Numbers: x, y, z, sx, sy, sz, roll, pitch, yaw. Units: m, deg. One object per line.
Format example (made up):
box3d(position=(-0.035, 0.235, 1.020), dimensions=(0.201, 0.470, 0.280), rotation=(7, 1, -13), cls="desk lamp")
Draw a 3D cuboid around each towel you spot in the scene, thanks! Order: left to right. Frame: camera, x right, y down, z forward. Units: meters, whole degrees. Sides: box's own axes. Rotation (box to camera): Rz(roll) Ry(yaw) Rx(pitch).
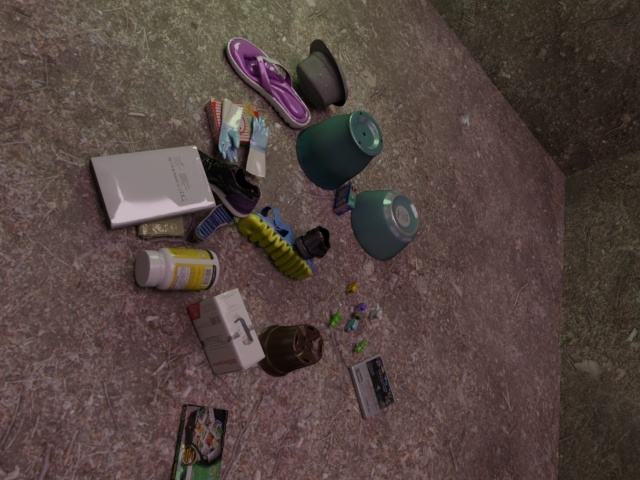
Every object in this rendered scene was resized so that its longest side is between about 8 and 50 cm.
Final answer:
box3d(position=(-0.469, -0.061, 1.520), dimensions=(0.148, 0.027, 0.110), rotation=(-4, 76, -44), cls="towel")

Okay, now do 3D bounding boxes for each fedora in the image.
box3d(position=(-0.010, -0.641, 2.071), dimensions=(0.124, 0.243, 0.276), rotation=(-34, 110, -16), cls="fedora")

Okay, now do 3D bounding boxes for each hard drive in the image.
box3d(position=(-0.476, -0.159, 1.495), dimensions=(0.307, 0.040, 0.203), rotation=(-15, 82, -34), cls="hard drive")

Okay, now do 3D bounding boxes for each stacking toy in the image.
box3d(position=(0.130, 0.287, 1.942), dimensions=(0.167, 0.052, 0.221), rotation=(48, 50, -17), cls="stacking toy")

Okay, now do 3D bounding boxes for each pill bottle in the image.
box3d(position=(-0.402, 0.081, 1.464), dimensions=(0.208, 0.119, 0.119), rotation=(5, 71, -42), cls="pill bottle")

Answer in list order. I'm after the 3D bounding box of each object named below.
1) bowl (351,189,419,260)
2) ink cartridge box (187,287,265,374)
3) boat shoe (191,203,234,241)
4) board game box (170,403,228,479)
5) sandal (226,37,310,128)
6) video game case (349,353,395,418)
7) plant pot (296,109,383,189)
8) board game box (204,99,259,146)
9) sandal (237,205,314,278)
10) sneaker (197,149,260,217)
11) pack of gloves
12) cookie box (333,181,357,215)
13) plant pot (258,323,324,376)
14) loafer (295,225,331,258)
box3d(position=(0.291, -0.085, 2.153), dimensions=(0.311, 0.163, 0.312), rotation=(19, 62, -39), cls="bowl")
box3d(position=(-0.271, 0.263, 1.490), dimensions=(0.092, 0.158, 0.218), rotation=(-20, 89, -46), cls="ink cartridge box")
box3d(position=(-0.338, -0.055, 1.611), dimensions=(0.066, 0.066, 0.183), rotation=(55, 39, -8), cls="boat shoe")
box3d(position=(-0.329, 0.586, 1.406), dimensions=(0.136, 0.030, 0.260), rotation=(25, 58, -37), cls="board game box")
box3d(position=(-0.171, -0.608, 1.954), dimensions=(0.416, 0.102, 0.169), rotation=(44, 49, -23), cls="sandal")
box3d(position=(0.192, 0.535, 1.923), dimensions=(0.173, 0.022, 0.191), rotation=(-10, 81, -45), cls="video game case")
box3d(position=(0.091, -0.362, 2.001), dimensions=(0.271, 0.255, 0.272), rotation=(17, 64, -39), cls="plant pot")
box3d(position=(-0.293, -0.401, 1.801), dimensions=(0.193, 0.045, 0.147), rotation=(-8, 80, -45), cls="board game box")
box3d(position=(-0.127, -0.001, 1.758), dimensions=(0.317, 0.126, 0.138), rotation=(49, 44, -20), cls="sandal")
box3d(position=(-0.298, -0.210, 1.628), dimensions=(0.283, 0.124, 0.107), rotation=(42, 39, 2), cls="sneaker")
box3d(position=(-0.247, -0.350, 1.761), dimensions=(0.195, 0.046, 0.232), rotation=(18, 65, -38), cls="pack of gloves")
box3d(position=(0.098, -0.164, 2.048), dimensions=(0.040, 0.091, 0.107), rotation=(28, 57, -30), cls="cookie box")
box3d(position=(-0.087, 0.337, 1.632), dimensions=(0.166, 0.165, 0.167), rotation=(17, 64, -39), cls="plant pot")
box3d(position=(0.000, 0.000, 1.799), dimensions=(0.109, 0.095, 0.302), rotation=(58, 14, 2), cls="loafer")
